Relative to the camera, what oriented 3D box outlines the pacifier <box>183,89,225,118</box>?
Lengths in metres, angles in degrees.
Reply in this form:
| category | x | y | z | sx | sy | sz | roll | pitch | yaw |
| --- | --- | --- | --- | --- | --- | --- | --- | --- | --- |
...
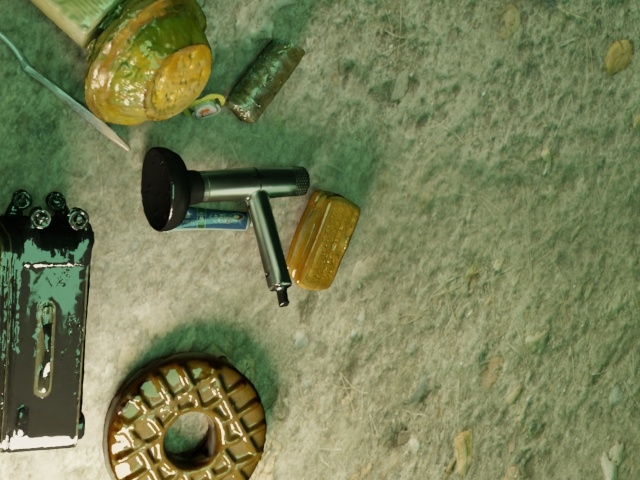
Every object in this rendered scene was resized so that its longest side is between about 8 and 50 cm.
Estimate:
| category | x | y | z | sx | sy | sz | roll | pitch | yaw |
| --- | --- | --- | --- | --- | --- | --- | --- | --- | --- |
| pacifier | -0.222 | -0.264 | 1.761 | 0.083 | 0.068 | 0.064 | -20 | 72 | 4 |

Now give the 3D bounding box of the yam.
| category | x | y | z | sx | sy | sz | roll | pitch | yaw |
| --- | --- | --- | --- | --- | --- | --- | --- | --- | --- |
| yam | -0.107 | -0.308 | 1.779 | 0.078 | 0.078 | 0.179 | 38 | 85 | -23 |

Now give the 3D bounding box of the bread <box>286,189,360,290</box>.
| category | x | y | z | sx | sy | sz | roll | pitch | yaw |
| --- | --- | --- | --- | --- | --- | --- | --- | --- | --- |
| bread | 0.000 | 0.000 | 1.863 | 0.116 | 0.077 | 0.200 | 8 | 106 | -58 |

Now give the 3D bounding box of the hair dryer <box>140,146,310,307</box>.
| category | x | y | z | sx | sy | sz | roll | pitch | yaw |
| --- | --- | --- | --- | --- | --- | --- | --- | --- | --- |
| hair dryer | -0.151 | -0.036 | 1.722 | 0.320 | 0.284 | 0.155 | 3 | 141 | -25 |

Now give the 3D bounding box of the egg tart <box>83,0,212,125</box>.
| category | x | y | z | sx | sy | sz | roll | pitch | yaw |
| --- | --- | --- | --- | --- | --- | --- | --- | --- | --- |
| egg tart | -0.282 | -0.299 | 1.617 | 0.118 | 0.288 | 0.288 | 39 | 83 | 16 |

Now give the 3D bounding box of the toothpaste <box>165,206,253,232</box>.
| category | x | y | z | sx | sy | sz | roll | pitch | yaw |
| --- | --- | --- | --- | --- | --- | --- | --- | --- | --- |
| toothpaste | -0.211 | -0.039 | 1.810 | 0.197 | 0.035 | 0.057 | 2 | 82 | -20 |

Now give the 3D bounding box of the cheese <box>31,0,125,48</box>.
| category | x | y | z | sx | sy | sz | roll | pitch | yaw |
| --- | --- | --- | --- | --- | --- | --- | --- | --- | --- |
| cheese | -0.409 | -0.497 | 1.562 | 0.265 | 0.124 | 0.242 | 43 | 84 | -3 |

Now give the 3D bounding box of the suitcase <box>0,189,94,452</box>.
| category | x | y | z | sx | sy | sz | roll | pitch | yaw |
| --- | --- | --- | --- | --- | --- | --- | --- | --- | --- |
| suitcase | -0.497 | 0.143 | 1.597 | 0.194 | 0.283 | 0.434 | 0 | 100 | -25 |

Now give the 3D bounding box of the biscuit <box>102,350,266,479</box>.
| category | x | y | z | sx | sy | sz | roll | pitch | yaw |
| --- | --- | --- | --- | --- | --- | --- | --- | --- | --- |
| biscuit | -0.264 | 0.379 | 1.826 | 0.332 | 0.103 | 0.332 | -4 | 102 | -21 |

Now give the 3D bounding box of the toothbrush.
| category | x | y | z | sx | sy | sz | roll | pitch | yaw |
| --- | --- | --- | --- | --- | --- | --- | --- | --- | --- |
| toothbrush | -0.484 | -0.281 | 1.661 | 0.375 | 0.028 | 0.037 | 40 | 90 | -22 |
